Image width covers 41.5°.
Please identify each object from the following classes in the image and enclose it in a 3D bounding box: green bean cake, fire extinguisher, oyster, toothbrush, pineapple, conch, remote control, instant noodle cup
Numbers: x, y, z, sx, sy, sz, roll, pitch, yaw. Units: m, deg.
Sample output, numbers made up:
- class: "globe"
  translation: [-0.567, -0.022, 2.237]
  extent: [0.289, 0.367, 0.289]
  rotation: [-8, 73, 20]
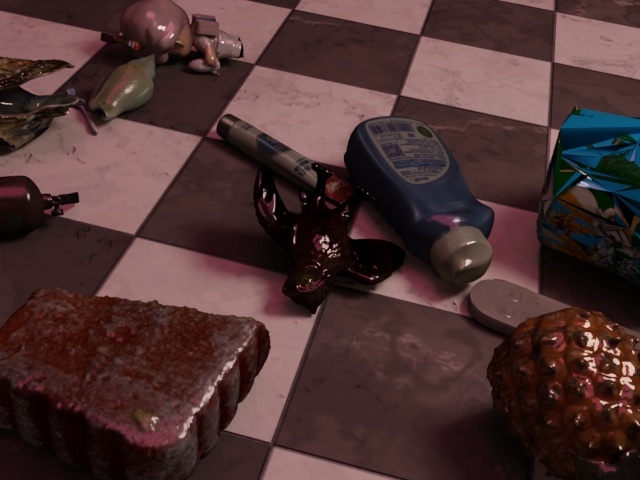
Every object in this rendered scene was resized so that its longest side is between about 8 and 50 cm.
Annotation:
- class: "green bean cake"
  translation: [-0.189, 0.125, 0.808]
  extent: [0.232, 0.097, 0.199]
  rotation: [17, 41, 12]
- class: "fire extinguisher"
  translation: [-0.420, -0.035, 0.997]
  extent: [0.267, 0.072, 0.089]
  rotation: [-9, 5, -19]
- class: "oyster"
  translation: [-0.493, -0.172, 1.111]
  extent: [0.350, 0.158, 0.162]
  rotation: [-26, 6, -25]
- class: "toothbrush"
  translation: [-0.351, -0.191, 1.246]
  extent: [0.013, 0.011, 0.131]
  rotation: [-30, 49, -11]
- class: "pineapple"
  translation: [0.278, 0.219, 0.723]
  extent: [0.165, 0.166, 0.365]
  rotation: [-6, 42, -17]
- class: "conch"
  translation: [-0.297, -0.237, 1.268]
  extent: [0.088, 0.065, 0.180]
  rotation: [18, 45, 11]
- class: "remote control"
  translation: [0.288, 0.106, 0.974]
  extent: [0.244, 0.022, 0.077]
  rotation: [22, 41, 17]
- class: "instant noodle cup"
  translation: [0.382, -0.056, 1.050]
  extent: [0.178, 0.240, 0.240]
  rotation: [19, 39, 25]

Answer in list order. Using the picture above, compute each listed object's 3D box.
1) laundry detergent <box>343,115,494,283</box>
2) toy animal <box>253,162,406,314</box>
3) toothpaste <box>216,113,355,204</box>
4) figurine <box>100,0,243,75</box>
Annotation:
- class: "laundry detergent"
  translation: [0.139, -0.048, 1.093]
  extent: [0.143, 0.094, 0.290]
  rotation: [3, 40, -27]
- class: "toy animal"
  translation: [-0.002, 0.007, 1.016]
  extent: [0.218, 0.116, 0.180]
  rotation: [30, 65, -15]
- class: "toothpaste"
  translation: [-0.050, -0.111, 1.178]
  extent: [0.239, 0.039, 0.062]
  rotation: [33, 38, 25]
- class: "figurine"
  translation: [-0.238, -0.336, 1.375]
  extent: [0.228, 0.112, 0.137]
  rotation: [7, 32, -17]
